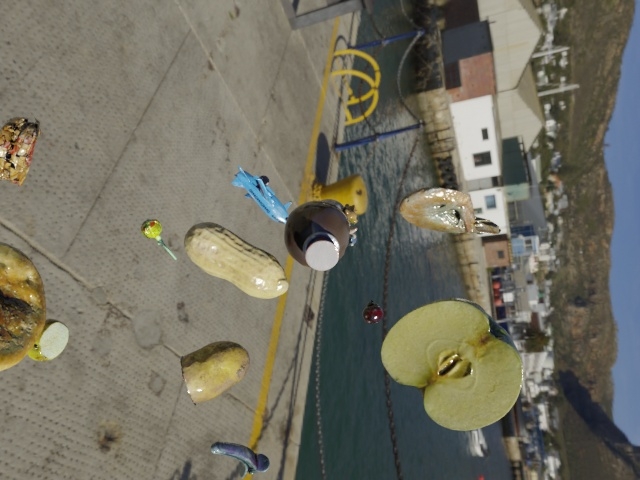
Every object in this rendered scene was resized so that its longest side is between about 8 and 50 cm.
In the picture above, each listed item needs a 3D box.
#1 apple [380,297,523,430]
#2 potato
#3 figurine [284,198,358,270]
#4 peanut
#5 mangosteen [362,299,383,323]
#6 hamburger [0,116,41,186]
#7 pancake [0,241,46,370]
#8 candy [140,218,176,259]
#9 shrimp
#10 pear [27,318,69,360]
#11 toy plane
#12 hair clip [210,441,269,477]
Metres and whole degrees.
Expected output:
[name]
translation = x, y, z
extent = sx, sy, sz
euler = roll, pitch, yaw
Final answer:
[apple]
translation = 0.388, 0.345, 1.335
extent = 0.320, 0.360, 0.311
euler = 23, 34, -29
[potato]
translation = -0.422, 0.524, 1.919
extent = 0.229, 0.266, 0.229
euler = 159, -90, -76
[figurine]
translation = 0.001, -0.009, 1.026
extent = 0.275, 0.161, 0.158
euler = -26, 120, -75
[peanut]
translation = -0.157, 0.043, 0.876
extent = 0.214, 0.098, 0.090
euler = 31, 43, -5
[mangosteen]
translation = 0.198, 0.278, 1.777
extent = 0.081, 0.081, 0.080
euler = -8, 90, -69
[hamburger]
translation = -0.919, -0.275, 1.400
extent = 0.107, 0.231, 0.230
euler = 16, 62, -29
[pancake]
translation = -0.879, 0.159, 1.199
extent = 0.387, 0.082, 0.386
euler = -16, 90, -72
[candy]
translation = -0.497, 0.004, 1.455
extent = 0.062, 0.058, 0.194
euler = -46, 145, -21
[shrimp]
translation = 0.367, -0.077, 1.274
extent = 0.168, 0.317, 0.077
euler = 124, -28, -58
[pear]
translation = -0.906, 0.319, 1.516
extent = 0.141, 0.104, 0.141
euler = 8, 90, -80
[toy plane]
translation = -0.215, -0.170, 1.743
extent = 0.271, 0.254, 0.105
euler = 38, 72, -8
[hair clip]
translation = -0.189, 0.505, 1.094
extent = 0.275, 0.083, 0.048
euler = 77, 0, -52
